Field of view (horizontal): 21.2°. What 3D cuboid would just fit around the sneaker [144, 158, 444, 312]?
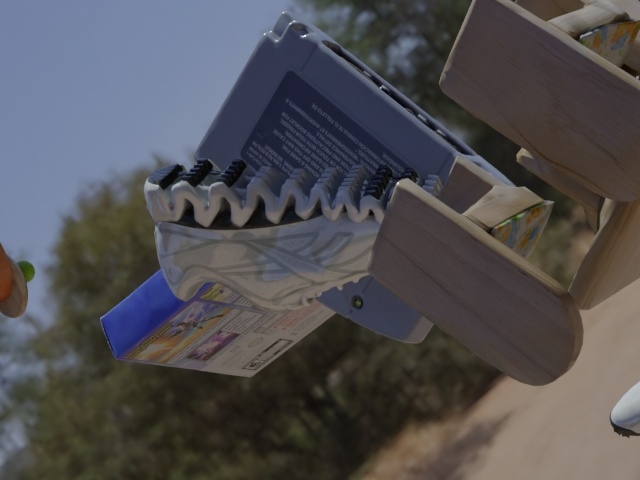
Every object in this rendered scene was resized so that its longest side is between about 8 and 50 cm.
[{"bbox_3d":[0.000,0.000,1.405,0.292,0.118,0.110,3,16,16],"label":"sneaker"}]

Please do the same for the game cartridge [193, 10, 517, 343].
[{"bbox_3d":[0.021,-0.050,1.558,0.196,0.294,0.060,-56,-27,15],"label":"game cartridge"}]

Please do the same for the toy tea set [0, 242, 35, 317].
[{"bbox_3d":[-0.364,0.001,1.526,0.124,0.336,0.200,-28,-45,-37],"label":"toy tea set"}]

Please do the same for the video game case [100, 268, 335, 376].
[{"bbox_3d":[-0.071,0.052,1.930,0.269,0.061,0.244,-38,-28,25],"label":"video game case"}]

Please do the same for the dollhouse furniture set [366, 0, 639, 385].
[{"bbox_3d":[0.280,-0.111,1.026,0.362,0.256,0.394,-25,-37,-49],"label":"dollhouse furniture set"}]

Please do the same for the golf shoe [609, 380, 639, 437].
[{"bbox_3d":[0.396,0.147,1.903,0.198,0.094,0.077,-32,38,21],"label":"golf shoe"}]
